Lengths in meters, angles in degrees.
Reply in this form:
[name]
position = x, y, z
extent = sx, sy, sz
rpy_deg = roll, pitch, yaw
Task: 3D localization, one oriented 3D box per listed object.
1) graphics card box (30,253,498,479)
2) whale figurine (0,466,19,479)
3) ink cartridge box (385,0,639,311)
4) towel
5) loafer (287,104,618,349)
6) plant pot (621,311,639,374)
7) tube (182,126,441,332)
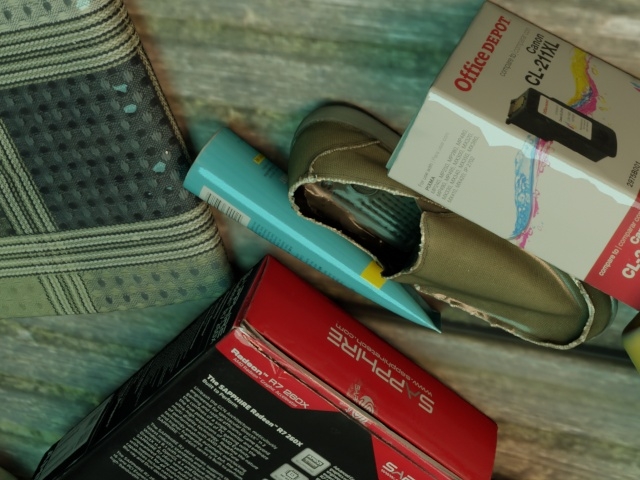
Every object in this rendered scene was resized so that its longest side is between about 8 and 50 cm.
[graphics card box]
position = -0.064, 0.190, 1.179
extent = 0.232, 0.094, 0.371
rpy_deg = 36, 131, -13
[whale figurine]
position = -0.336, 0.336, 1.368
extent = 0.216, 0.141, 0.272
rpy_deg = -7, 109, 13
[ink cartridge box]
position = 0.144, -0.054, 0.890
extent = 0.175, 0.127, 0.072
rpy_deg = 28, 130, 3
[towel]
position = -0.247, -0.075, 1.122
extent = 0.324, 0.056, 0.312
rpy_deg = -5, 124, 26
[loafer]
position = 0.080, 0.007, 0.993
extent = 0.251, 0.087, 0.094
rpy_deg = 29, 131, 3
[plant pot]
position = 0.316, 0.094, 0.860
extent = 0.239, 0.254, 0.254
rpy_deg = 50, 131, 6
[tube]
position = 0.000, 0.000, 1.042
extent = 0.207, 0.080, 0.052
rpy_deg = 36, 103, 0
